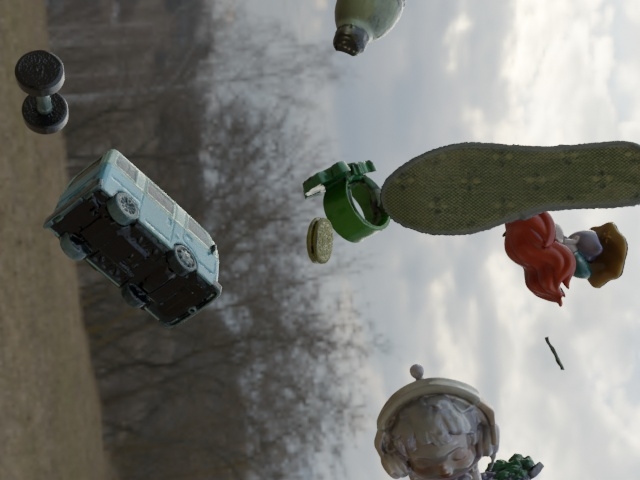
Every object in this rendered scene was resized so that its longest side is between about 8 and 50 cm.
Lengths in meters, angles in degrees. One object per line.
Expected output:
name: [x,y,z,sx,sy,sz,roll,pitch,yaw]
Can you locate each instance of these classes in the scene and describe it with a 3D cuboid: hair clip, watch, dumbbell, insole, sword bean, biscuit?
hair clip: [0.319,0.438,1.861,0.195,0.124,0.052,-42,124,-44]
watch: [0.053,-0.070,2.111,0.165,0.131,0.152,-16,81,-55]
dumbbell: [-0.588,-0.311,2.259,0.191,0.100,0.100,109,-24,-64]
insole: [0.228,-0.065,1.233,0.007,0.322,0.109,95,-10,-83]
sword bean: [0.485,0.234,2.210,0.012,0.012,0.083,96,-24,-55]
biscuit: [0.000,0.000,1.876,0.084,0.023,0.084,3,90,-67]

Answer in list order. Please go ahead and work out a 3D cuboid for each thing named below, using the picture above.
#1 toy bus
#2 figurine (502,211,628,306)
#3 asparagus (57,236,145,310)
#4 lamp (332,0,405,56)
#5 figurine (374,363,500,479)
toy bus: [-0.282,-0.007,1.688,0.271,0.133,0.164,44,26,-26]
figurine: [0.528,0.033,2.365,0.181,0.257,0.208,-129,-132,-61]
asparagus: [-0.401,0.048,1.935,0.233,0.023,0.022,41,-13,-8]
lamp: [0.081,-0.369,1.610,0.101,0.101,0.250,97,15,-56]
figurine: [0.154,0.277,1.380,0.141,0.163,0.236,-82,160,-71]
